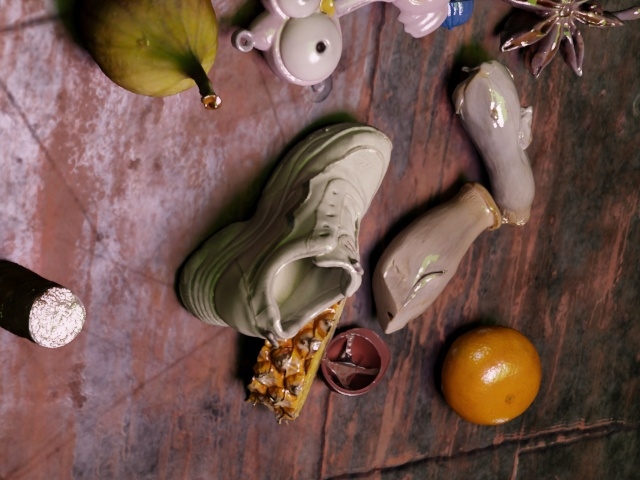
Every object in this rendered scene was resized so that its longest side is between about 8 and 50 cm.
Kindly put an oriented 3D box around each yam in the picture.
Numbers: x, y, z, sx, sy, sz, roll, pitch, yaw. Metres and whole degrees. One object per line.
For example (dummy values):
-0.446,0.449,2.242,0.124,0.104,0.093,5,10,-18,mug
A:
-0.335,0.071,1.666,0.079,0.141,0.079,-13,111,-37,yam

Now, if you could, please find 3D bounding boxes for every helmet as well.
0.040,0.177,2.047,0.111,0.057,0.089,-33,82,-32,helmet

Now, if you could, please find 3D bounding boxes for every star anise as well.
0.342,-0.328,2.064,0.231,0.089,0.209,27,102,-35,star anise

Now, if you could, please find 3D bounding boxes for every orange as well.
0.252,0.199,2.179,0.156,0.124,0.156,-12,126,-18,orange

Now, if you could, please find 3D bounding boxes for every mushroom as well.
0.253,-0.133,2.066,0.099,0.096,0.278,-35,125,-20,mushroom
0.155,0.017,2.053,0.108,0.096,0.247,46,74,-15,mushroom

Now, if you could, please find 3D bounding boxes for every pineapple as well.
-0.029,0.131,1.933,0.135,0.079,0.233,46,68,-83,pineapple

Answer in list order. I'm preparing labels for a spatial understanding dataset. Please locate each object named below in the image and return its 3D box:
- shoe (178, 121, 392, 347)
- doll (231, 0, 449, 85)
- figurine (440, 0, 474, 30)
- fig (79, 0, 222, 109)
0.000,0.000,1.847,0.342,0.210,0.132,-46,129,-15,shoe
0.052,-0.306,1.831,0.365,0.094,0.160,-25,118,-19,doll
0.175,-0.351,1.949,0.079,0.077,0.136,34,72,-59,figurine
-0.176,-0.205,1.645,0.160,0.230,0.143,7,143,-45,fig
